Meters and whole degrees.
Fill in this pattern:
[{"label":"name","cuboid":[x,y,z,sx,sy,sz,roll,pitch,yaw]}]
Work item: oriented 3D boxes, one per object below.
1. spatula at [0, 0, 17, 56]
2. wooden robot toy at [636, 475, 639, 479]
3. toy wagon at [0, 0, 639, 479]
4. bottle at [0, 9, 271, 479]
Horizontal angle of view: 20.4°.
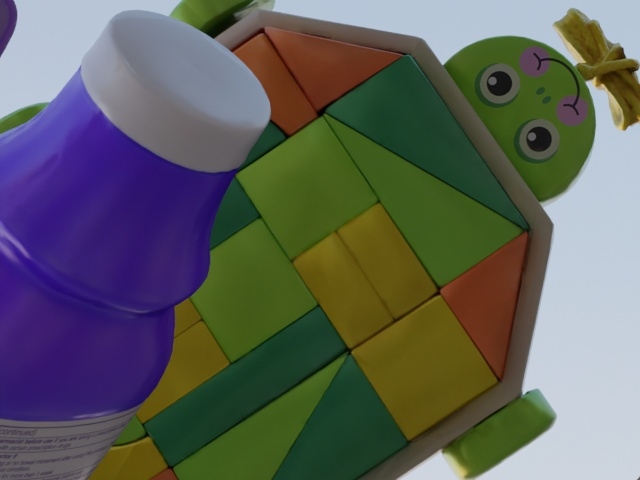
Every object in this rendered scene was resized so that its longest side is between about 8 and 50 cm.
[{"label":"spatula","cuboid":[-0.337,-0.192,1.391,0.084,0.030,0.296,-59,-24,6]},{"label":"wooden robot toy","cuboid":[0.144,0.055,0.486,0.079,0.076,0.173,22,-54,-4]},{"label":"toy wagon","cuboid":[0.000,0.000,0.841,0.344,0.267,0.068,-34,-10,3]},{"label":"bottle","cuboid":[-0.119,0.041,0.680,0.118,0.092,0.283,1,-47,-48]}]
